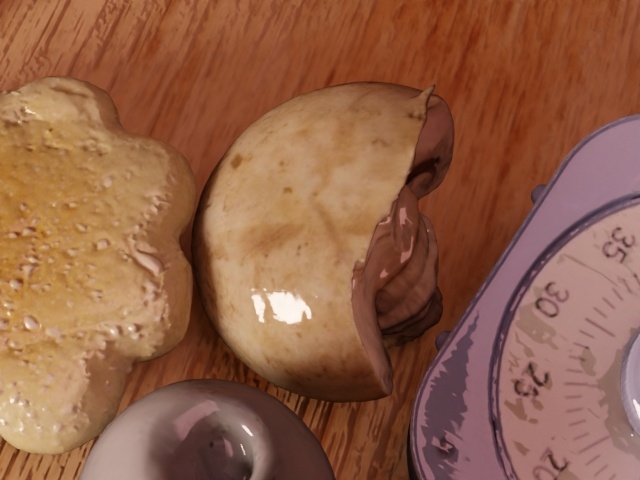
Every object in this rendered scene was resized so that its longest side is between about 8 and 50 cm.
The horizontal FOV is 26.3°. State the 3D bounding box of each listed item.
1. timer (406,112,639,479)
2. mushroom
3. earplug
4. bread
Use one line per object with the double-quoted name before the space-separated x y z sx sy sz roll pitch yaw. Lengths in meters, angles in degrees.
"timer" 0.282 0.121 1.017 0.395 0.173 0.395 -1 72 3
"mushroom" 0.000 0.000 1.063 0.189 0.195 0.254 12 67 22
"earplug" -0.038 0.233 0.934 0.214 0.175 0.325 -49 119 -31
"bread" -0.238 0.009 0.989 0.316 0.054 0.316 2 67 -4
